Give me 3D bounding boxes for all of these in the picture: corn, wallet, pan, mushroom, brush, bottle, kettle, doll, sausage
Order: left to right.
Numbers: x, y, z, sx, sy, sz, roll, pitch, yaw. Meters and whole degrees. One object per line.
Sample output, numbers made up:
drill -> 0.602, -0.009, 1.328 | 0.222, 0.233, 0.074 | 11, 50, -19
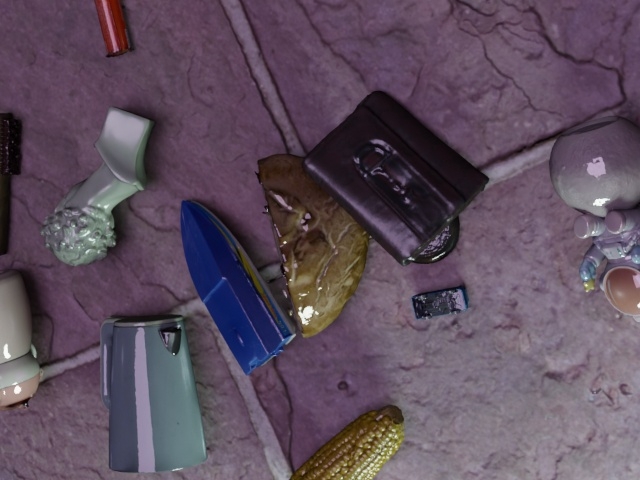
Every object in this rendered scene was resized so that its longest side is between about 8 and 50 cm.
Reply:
bottle -> -0.552, 0.179, 2.098 | 0.147, 0.147, 0.237 | -12, 97, 22
brush -> -0.537, -0.093, 2.099 | 0.036, 0.043, 0.248 | 11, 102, 26
sausage -> -0.340, -0.368, 1.975 | 0.048, 0.050, 0.145 | -3, 101, 63
kettle -> -0.289, 0.244, 2.024 | 0.210, 0.160, 0.243 | -4, 91, 50
mushroom -> 0.000, 0.000, 1.875 | 0.151, 0.156, 0.286 | -14, 99, -3
corn -> 0.035, 0.353, 1.929 | 0.097, 0.097, 0.262 | 45, 110, 8
wallet -> 0.106, -0.098, 1.810 | 0.229, 0.049, 0.182 | 43, 82, 14
pan -> 0.132, -0.064, 1.849 | 0.114, 0.040, 0.212 | -26, 90, 18
doll -> 0.415, -0.025, 1.701 | 0.151, 0.151, 0.287 | -17, 99, 23

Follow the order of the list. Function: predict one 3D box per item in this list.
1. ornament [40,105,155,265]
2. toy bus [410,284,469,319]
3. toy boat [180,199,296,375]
ornament -> -0.349, -0.083, 1.984 | 0.120, 0.130, 0.285 | 32, 109, -1
toy bus -> 0.182, 0.093, 1.853 | 0.083, 0.046, 0.038 | -12, 94, 25
toy boat -> -0.144, 0.058, 1.949 | 0.295, 0.088, 0.129 | 59, 142, 12
